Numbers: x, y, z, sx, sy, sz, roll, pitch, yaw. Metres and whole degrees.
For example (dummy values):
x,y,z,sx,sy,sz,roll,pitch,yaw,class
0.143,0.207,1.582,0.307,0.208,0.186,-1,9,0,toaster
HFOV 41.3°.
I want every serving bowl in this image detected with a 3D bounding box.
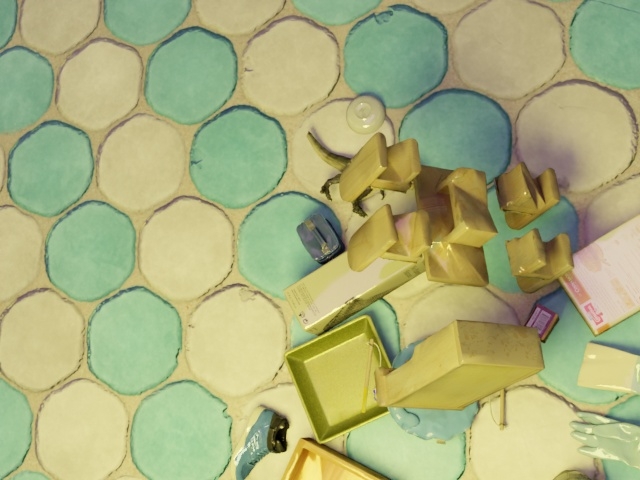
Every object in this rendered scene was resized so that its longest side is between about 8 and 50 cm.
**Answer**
x,y,z,sx,sy,sz,roll,pitch,yaw,class
0.089,-0.259,1.724,0.083,0.027,0.083,-3,79,16,serving bowl

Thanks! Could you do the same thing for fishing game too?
x,y,z,sx,sy,sz,roll,pitch,yaw,class
0.207,0.274,1.549,0.264,0.041,0.189,4,74,-1,fishing game

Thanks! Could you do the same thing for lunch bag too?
x,y,z,sx,sy,sz,roll,pitch,yaw,class
0.000,0.000,1.675,0.067,0.065,0.098,-36,71,7,lunch bag

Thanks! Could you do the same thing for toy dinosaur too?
x,y,z,sx,sy,sz,roll,pitch,yaw,class
0.067,-0.121,1.687,0.268,0.064,0.118,23,79,22,toy dinosaur

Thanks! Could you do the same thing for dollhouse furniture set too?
x,y,z,sx,sy,sz,roll,pitch,yaw,class
0.214,0.065,1.461,0.362,0.256,0.394,8,62,-24,dollhouse furniture set

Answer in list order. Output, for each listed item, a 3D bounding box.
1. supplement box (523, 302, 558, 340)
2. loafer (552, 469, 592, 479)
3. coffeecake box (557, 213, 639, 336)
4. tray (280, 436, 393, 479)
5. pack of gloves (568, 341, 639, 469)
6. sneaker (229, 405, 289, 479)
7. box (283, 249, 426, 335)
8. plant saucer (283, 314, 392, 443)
x,y,z,sx,sy,sz,roll,pitch,yaw,class
0.394,0.148,1.517,0.043,0.083,0.055,30,88,20,supplement box
0.351,0.523,1.435,0.112,0.111,0.319,35,90,20,loafer
0.528,0.062,1.504,0.185,0.068,0.142,-32,72,8,coffeecake box
-0.026,0.595,1.553,0.202,0.076,0.411,23,87,19,tray
0.550,0.296,1.451,0.232,0.046,0.195,11,83,40,pack of gloves
-0.112,0.402,1.626,0.084,0.058,0.152,17,77,28,sneaker
0.076,0.071,1.615,0.275,0.113,0.094,-32,72,9,box
0.049,0.264,1.615,0.188,0.045,0.188,-26,73,10,plant saucer
